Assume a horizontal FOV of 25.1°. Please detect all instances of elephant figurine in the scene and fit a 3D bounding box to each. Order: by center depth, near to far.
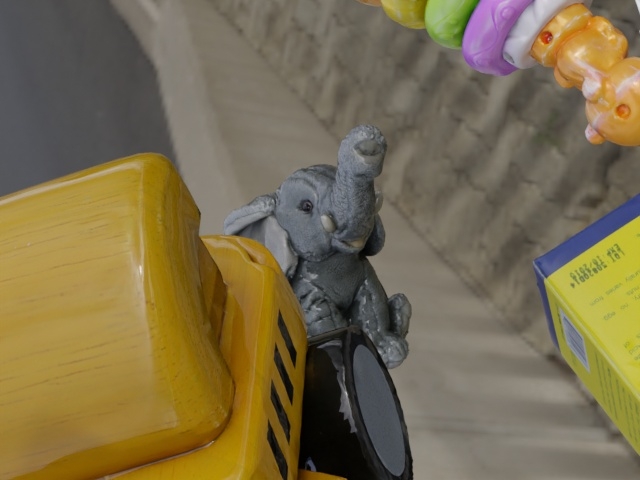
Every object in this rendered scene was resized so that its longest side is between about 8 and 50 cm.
[{"bbox_3d":[0.000,0.000,1.311,0.169,0.186,0.239,-53,-44,-66],"label":"elephant figurine"}]

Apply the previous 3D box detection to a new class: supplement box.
[{"bbox_3d":[0.397,0.138,1.436,0.356,0.194,0.195,56,176,33],"label":"supplement box"}]

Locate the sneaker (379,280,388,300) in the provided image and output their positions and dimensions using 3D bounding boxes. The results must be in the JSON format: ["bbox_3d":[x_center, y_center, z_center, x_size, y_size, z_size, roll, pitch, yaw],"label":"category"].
[{"bbox_3d":[-0.045,0.057,1.513,0.163,0.226,0.086,-15,54,41],"label":"sneaker"}]

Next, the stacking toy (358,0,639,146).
[{"bbox_3d":[0.109,-0.169,0.895,0.302,0.165,0.175,47,116,20],"label":"stacking toy"}]

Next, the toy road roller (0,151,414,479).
[{"bbox_3d":[-0.093,0.117,0.646,0.202,0.241,0.329,-18,34,16],"label":"toy road roller"}]

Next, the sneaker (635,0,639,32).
[{"bbox_3d":[0.147,-0.144,0.534,0.095,0.090,0.235,-21,99,21],"label":"sneaker"}]
